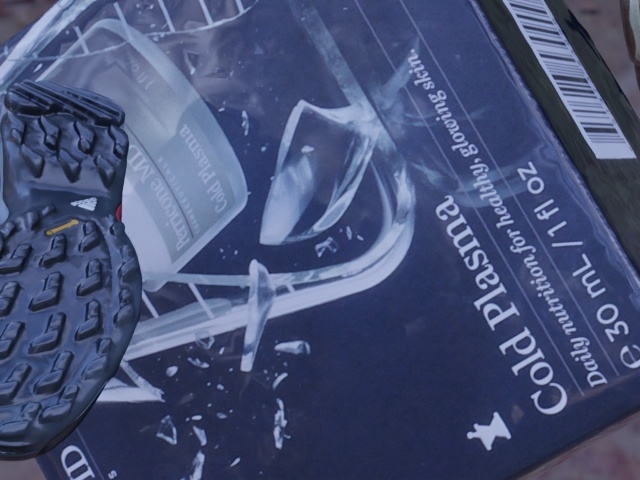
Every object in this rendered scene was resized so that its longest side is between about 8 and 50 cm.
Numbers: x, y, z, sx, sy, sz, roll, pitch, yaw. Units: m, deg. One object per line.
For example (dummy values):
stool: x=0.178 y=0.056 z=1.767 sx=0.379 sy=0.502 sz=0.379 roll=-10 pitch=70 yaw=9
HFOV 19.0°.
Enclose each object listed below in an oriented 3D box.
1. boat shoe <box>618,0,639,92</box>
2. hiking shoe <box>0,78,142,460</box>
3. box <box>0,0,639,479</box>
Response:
boat shoe: x=0.316 y=-0.189 z=1.739 sx=0.072 sy=0.190 sz=0.068 roll=-9 pitch=65 yaw=16
hiking shoe: x=-0.170 y=0.036 z=1.193 sx=0.113 sy=0.132 sz=0.304 roll=12 pitch=41 yaw=-7
box: x=0.000 y=0.000 z=1.473 sx=0.471 sy=0.480 sz=0.297 roll=-34 pitch=-10 yaw=21
